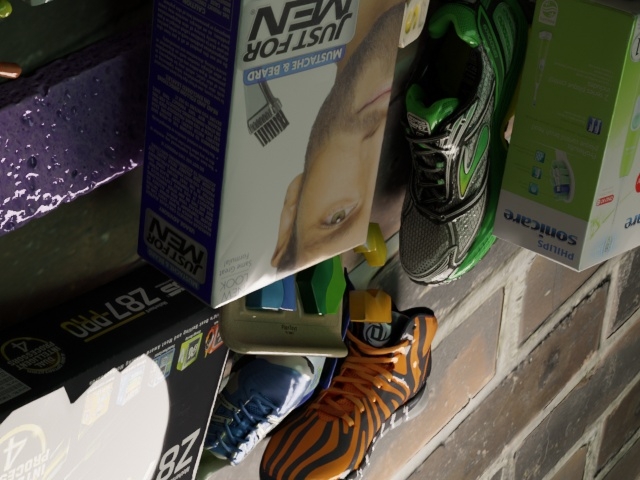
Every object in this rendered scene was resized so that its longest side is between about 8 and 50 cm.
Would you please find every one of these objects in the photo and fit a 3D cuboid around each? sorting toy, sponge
[{"bbox_3d":[0.000,0.000,1.315,0.307,0.041,0.229,10,77,-59],"label":"sorting toy"},{"bbox_3d":[-0.185,-0.095,1.064,0.210,0.031,0.117,-33,142,-39],"label":"sponge"}]

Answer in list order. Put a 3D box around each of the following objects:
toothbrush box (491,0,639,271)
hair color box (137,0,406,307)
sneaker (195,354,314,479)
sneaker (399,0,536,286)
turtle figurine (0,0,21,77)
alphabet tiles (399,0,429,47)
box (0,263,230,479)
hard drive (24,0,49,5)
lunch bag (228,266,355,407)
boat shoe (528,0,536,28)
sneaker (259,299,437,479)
[{"bbox_3d":[0.314,-0.134,1.461,0.206,0.122,0.283,-17,124,-47],"label":"toothbrush box"},{"bbox_3d":[-0.035,-0.134,1.049,0.185,0.110,0.339,-23,134,-40],"label":"hair color box"},{"bbox_3d":[-0.076,0.180,1.341,0.211,0.080,0.081,-47,-159,38],"label":"sneaker"},{"bbox_3d":[0.133,-0.111,1.469,0.146,0.134,0.344,-11,117,-44],"label":"sneaker"},{"bbox_3d":[-0.235,-0.219,0.798,0.217,0.087,0.269,-40,137,16],"label":"turtle figurine"},{"bbox_3d":[0.095,-0.308,1.232,0.278,0.021,0.284,-41,147,-57],"label":"alphabet tiles"},{"bbox_3d":[-0.235,0.209,1.152,0.395,0.097,0.318,-26,139,-58],"label":"box"},{"bbox_3d":[-0.150,-0.331,0.872,0.203,0.040,0.308,-38,143,-28],"label":"hard drive"},{"bbox_3d":[-0.021,0.097,1.440,0.151,0.096,0.129,-29,138,-66],"label":"lunch bag"},{"bbox_3d":[0.302,-0.275,1.565,0.116,0.123,0.324,-35,144,-40],"label":"boat shoe"},{"bbox_3d":[0.034,0.165,1.576,0.321,0.124,0.180,-39,143,-51],"label":"sneaker"}]
